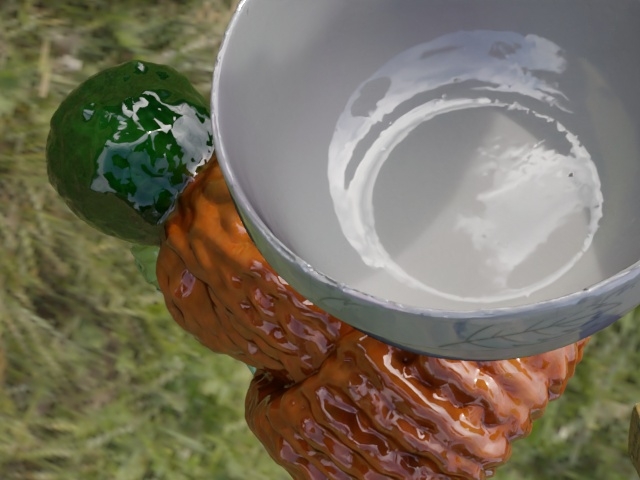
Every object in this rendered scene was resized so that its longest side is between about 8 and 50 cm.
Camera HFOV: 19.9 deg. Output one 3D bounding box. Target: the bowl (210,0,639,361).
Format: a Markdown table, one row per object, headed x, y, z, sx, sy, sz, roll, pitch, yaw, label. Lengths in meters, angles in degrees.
| x | y | z | sx | sy | sz | roll | pitch | yaw | label |
| --- | --- | --- | --- | --- | --- | --- | --- | --- | --- |
| 0.089 | -0.051 | 1.009 | 0.287 | 0.287 | 0.144 | -49 | 155 | -21 | bowl |

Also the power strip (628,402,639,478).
| x | y | z | sx | sy | sz | roll | pitch | yaw | label |
| --- | --- | --- | --- | --- | --- | --- | --- | --- | --- |
| 0.275 | 0.212 | 1.273 | 0.044 | 0.305 | 0.064 | -8 | 129 | -8 | power strip |

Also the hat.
| x | y | z | sx | sy | sz | roll | pitch | yaw | label |
| --- | --- | --- | --- | --- | --- | --- | --- | --- | --- |
| 0.000 | 0.000 | 1.319 | 0.400 | 0.285 | 0.285 | 48 | 66 | -6 | hat |

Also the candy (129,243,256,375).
| x | y | z | sx | sy | sz | roll | pitch | yaw | label |
| --- | --- | --- | --- | --- | --- | --- | --- | --- | --- |
| -0.057 | 0.096 | 1.510 | 0.092 | 0.093 | 0.335 | -39 | 110 | -29 | candy |
